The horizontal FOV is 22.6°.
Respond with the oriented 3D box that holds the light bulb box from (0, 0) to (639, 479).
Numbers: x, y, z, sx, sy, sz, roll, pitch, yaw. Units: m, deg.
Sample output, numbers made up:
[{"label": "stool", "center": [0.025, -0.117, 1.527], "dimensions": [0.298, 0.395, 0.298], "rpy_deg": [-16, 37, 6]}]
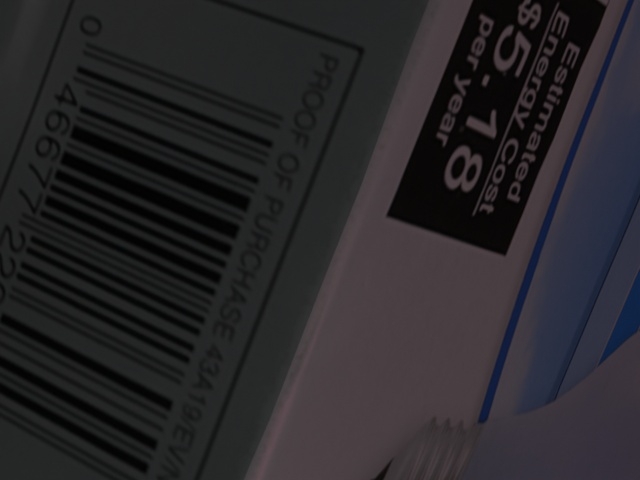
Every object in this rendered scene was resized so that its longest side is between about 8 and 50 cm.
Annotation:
[{"label": "light bulb box", "center": [0.000, 0.000, 0.550], "dimensions": [0.361, 0.225, 0.357], "rpy_deg": [14, 98, -59]}]
